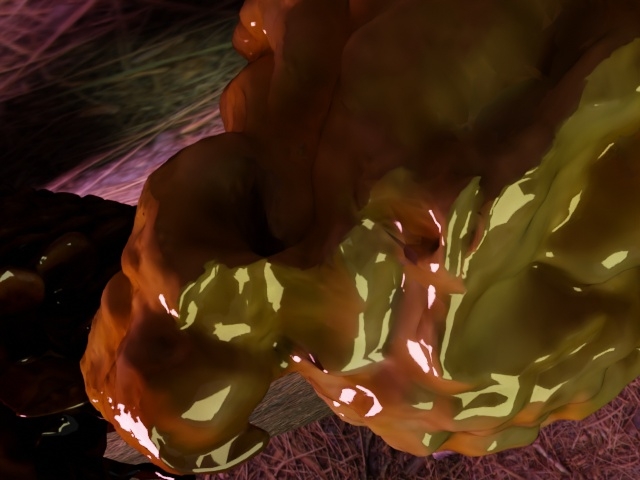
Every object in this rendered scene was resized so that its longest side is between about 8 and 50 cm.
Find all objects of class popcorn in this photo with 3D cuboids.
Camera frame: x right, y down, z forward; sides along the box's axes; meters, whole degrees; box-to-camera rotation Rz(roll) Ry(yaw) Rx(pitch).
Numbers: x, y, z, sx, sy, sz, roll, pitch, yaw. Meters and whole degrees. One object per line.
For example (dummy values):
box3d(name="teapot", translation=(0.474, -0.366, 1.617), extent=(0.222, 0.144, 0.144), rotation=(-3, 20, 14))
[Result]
box3d(name="popcorn", translation=(0.046, -0.021, 0.595), extent=(0.332, 0.225, 0.265), rotation=(-38, 140, -7))

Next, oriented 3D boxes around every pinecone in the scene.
box3d(name="pinecone", translation=(-0.146, 0.110, 0.726), extent=(0.246, 0.292, 0.246), rotation=(-8, -169, 2))

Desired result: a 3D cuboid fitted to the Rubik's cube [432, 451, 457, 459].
box3d(name="Rubik's cube", translation=(0.190, 0.053, 1.326), extent=(0.237, 0.236, 0.238), rotation=(-23, 170, -17))
